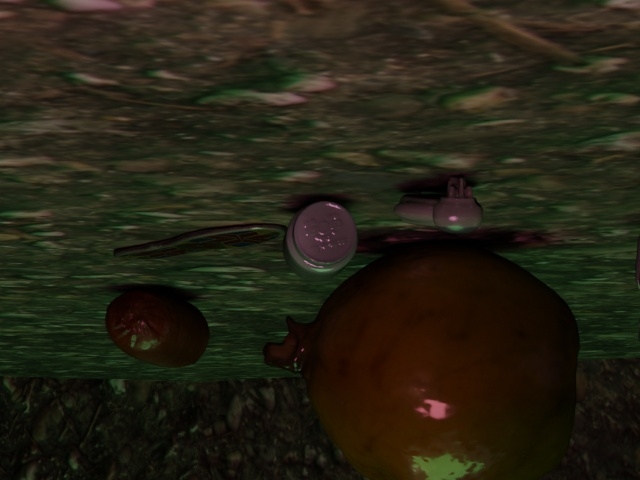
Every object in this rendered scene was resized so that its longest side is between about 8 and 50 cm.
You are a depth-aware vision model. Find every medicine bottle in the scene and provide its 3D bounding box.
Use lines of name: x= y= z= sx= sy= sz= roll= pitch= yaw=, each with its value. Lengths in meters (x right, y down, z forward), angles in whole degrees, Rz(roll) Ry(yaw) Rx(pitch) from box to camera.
medicine bottle: x=0.000 y=0.000 z=1.062 sx=0.047 sy=0.047 sz=0.083 roll=-1 pitch=172 yaw=-4

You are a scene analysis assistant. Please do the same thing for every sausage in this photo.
sausage: x=-0.161 y=0.089 z=1.623 sx=0.076 sy=0.076 sz=0.197 roll=-3 pitch=171 yaw=9

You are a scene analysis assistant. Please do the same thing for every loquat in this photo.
loquat: x=0.077 y=0.099 z=1.269 sx=0.246 sy=0.213 sz=0.213 roll=8 pitch=172 yaw=-3

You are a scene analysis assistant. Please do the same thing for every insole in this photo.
insole: x=-0.092 y=0.003 z=1.225 sx=0.065 sy=0.006 sz=0.193 roll=5 pitch=170 yaw=-40

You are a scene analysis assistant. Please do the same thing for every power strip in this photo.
power strip: x=0.075 y=-0.024 z=0.990 sx=0.055 sy=0.035 sz=0.083 roll=0 pitch=-174 yaw=-13

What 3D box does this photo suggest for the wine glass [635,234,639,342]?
wine glass: x=0.319 y=0.034 z=1.149 sx=0.182 sy=0.122 sz=0.122 roll=-1 pitch=174 yaw=22
